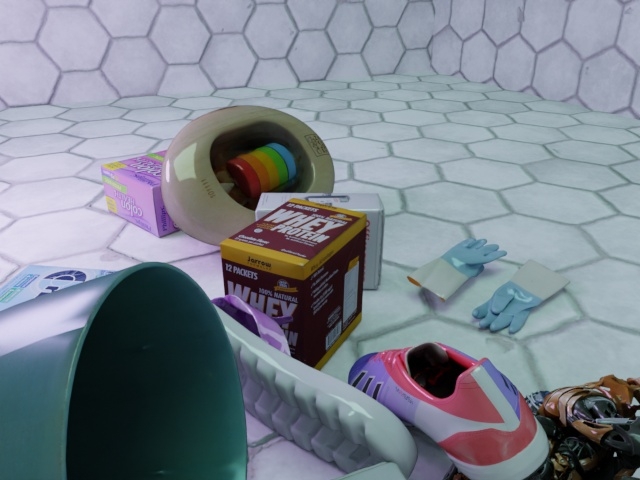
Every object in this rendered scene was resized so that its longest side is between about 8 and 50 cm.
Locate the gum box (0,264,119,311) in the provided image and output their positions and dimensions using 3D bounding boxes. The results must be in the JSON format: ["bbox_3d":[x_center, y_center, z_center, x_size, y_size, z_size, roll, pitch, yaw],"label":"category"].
[{"bbox_3d":[-0.437,0.099,0.885,0.184,0.041,0.157,3,26,6],"label":"gum box"}]

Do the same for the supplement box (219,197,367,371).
[{"bbox_3d":[-0.032,0.067,0.786,0.129,0.194,0.191,14,29,25],"label":"supplement box"}]

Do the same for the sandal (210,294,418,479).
[{"bbox_3d":[-0.059,0.146,0.662,0.416,0.169,0.102,29,51,24],"label":"sandal"}]

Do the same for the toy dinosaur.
[{"bbox_3d":[0.271,0.208,0.528,0.322,0.164,0.218,-46,28,-4],"label":"toy dinosaur"}]

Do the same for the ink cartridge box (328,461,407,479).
[{"bbox_3d":[0.043,0.304,0.431,0.153,0.087,0.208,-10,29,-19],"label":"ink cartridge box"}]

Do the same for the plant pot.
[{"bbox_3d":[-0.227,0.182,0.472,0.235,0.293,0.293,-11,25,12],"label":"plant pot"}]

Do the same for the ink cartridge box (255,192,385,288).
[{"bbox_3d":[0.000,0.000,0.960,0.218,0.158,0.092,1,26,0],"label":"ink cartridge box"}]

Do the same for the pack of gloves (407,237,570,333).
[{"bbox_3d":[0.296,0.082,0.954,0.232,0.046,0.195,-26,48,-37],"label":"pack of gloves"}]

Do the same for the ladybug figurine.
[{"bbox_3d":[-0.148,-0.127,1.134,0.449,0.305,0.162,-28,-5,-45],"label":"ladybug figurine"}]

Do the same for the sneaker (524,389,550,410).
[{"bbox_3d":[0.261,0.208,0.660,0.135,0.058,0.052,1,26,3],"label":"sneaker"}]

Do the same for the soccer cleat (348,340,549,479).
[{"bbox_3d":[0.109,0.154,0.597,0.108,0.116,0.318,-30,11,-18],"label":"soccer cleat"}]

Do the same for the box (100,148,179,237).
[{"bbox_3d":[-0.341,-0.126,1.255,0.213,0.117,0.243,22,34,37],"label":"box"}]
